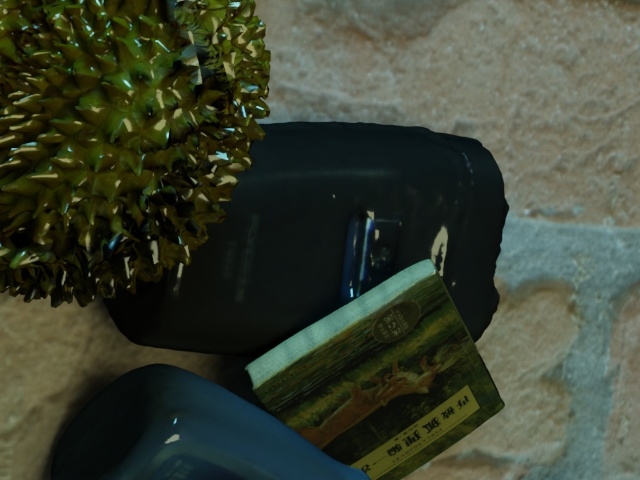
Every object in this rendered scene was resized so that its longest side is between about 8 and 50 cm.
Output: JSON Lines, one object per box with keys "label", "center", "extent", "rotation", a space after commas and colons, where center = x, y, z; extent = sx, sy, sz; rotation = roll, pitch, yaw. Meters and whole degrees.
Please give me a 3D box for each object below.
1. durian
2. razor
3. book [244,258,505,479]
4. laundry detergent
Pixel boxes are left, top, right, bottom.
{"label": "durian", "center": [-0.157, -0.090, 0.969], "extent": [0.258, 0.258, 0.293], "rotation": [9, 111, -38]}
{"label": "razor", "center": [-0.004, -0.001, 1.185], "extent": [0.326, 0.107, 0.189], "rotation": [4, 97, -38]}
{"label": "book", "center": [0.049, 0.117, 1.214], "extent": [0.160, 0.024, 0.228], "rotation": [-32, 142, -2]}
{"label": "laundry detergent", "center": [-0.050, 0.197, 1.162], "extent": [0.289, 0.094, 0.143], "rotation": [30, 118, -33]}
